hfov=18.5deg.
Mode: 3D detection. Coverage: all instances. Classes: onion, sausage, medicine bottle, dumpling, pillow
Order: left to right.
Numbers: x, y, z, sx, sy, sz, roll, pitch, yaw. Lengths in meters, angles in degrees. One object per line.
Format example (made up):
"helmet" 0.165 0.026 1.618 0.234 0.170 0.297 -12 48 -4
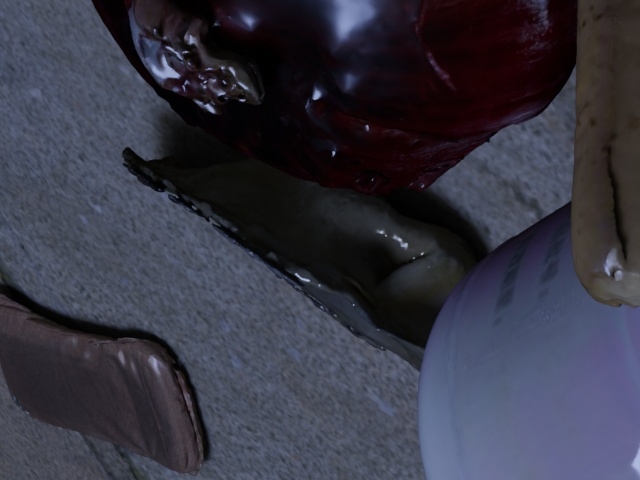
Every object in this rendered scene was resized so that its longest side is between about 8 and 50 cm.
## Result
"pillow" -0.181 0.115 1.558 0.211 0.034 0.135 15 130 34
"onion" -0.018 -0.157 0.969 0.314 0.232 0.314 34 146 28
"dumpling" 0.003 -0.002 1.221 0.332 0.086 0.166 30 173 21
"sausage" 0.136 -0.119 0.838 0.066 0.066 0.301 -20 65 51
"medicine bottle" 0.231 0.060 0.911 0.256 0.256 0.325 51 133 -5
